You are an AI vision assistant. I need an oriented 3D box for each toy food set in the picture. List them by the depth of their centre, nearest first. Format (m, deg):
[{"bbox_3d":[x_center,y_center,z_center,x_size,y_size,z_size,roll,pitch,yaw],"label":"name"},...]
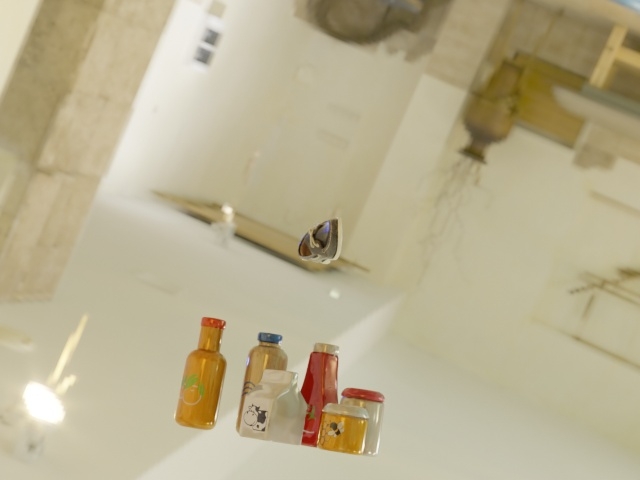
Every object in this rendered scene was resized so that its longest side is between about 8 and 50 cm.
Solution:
[{"bbox_3d":[-0.024,0.130,1.147,0.111,0.104,0.232,16,169,-38],"label":"toy food set"}]

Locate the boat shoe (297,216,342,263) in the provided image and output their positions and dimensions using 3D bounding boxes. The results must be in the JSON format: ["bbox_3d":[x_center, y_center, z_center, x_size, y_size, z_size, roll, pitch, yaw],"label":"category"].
[{"bbox_3d":[0.000,0.000,1.473,0.038,0.046,0.125,6,170,-9],"label":"boat shoe"}]
